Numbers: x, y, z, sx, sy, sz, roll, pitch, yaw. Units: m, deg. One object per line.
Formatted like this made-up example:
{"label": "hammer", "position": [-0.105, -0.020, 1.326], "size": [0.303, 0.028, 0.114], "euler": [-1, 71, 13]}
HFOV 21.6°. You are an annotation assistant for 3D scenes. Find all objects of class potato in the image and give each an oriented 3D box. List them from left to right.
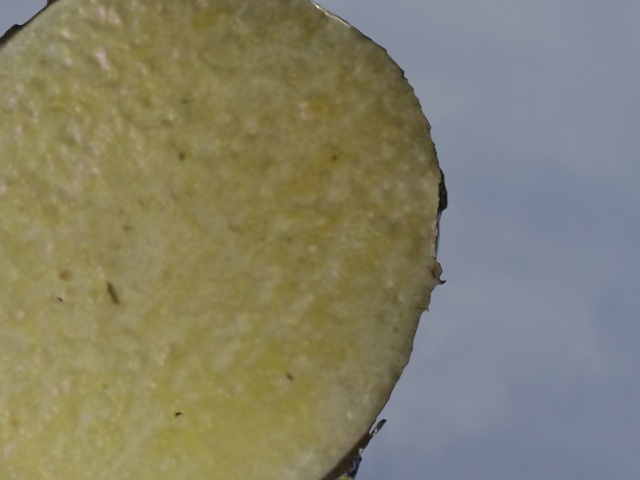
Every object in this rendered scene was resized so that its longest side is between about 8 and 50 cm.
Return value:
{"label": "potato", "position": [-0.049, 0.011, 0.599], "size": [0.182, 0.202, 0.117], "euler": [22, 178, 8]}

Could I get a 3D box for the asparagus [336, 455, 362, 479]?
{"label": "asparagus", "position": [0.000, 0.000, 0.779], "size": [0.023, 0.022, 0.233], "euler": [-5, -119, 0]}
